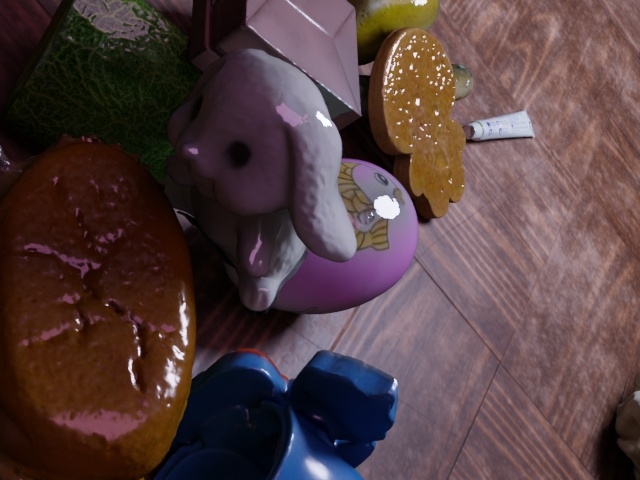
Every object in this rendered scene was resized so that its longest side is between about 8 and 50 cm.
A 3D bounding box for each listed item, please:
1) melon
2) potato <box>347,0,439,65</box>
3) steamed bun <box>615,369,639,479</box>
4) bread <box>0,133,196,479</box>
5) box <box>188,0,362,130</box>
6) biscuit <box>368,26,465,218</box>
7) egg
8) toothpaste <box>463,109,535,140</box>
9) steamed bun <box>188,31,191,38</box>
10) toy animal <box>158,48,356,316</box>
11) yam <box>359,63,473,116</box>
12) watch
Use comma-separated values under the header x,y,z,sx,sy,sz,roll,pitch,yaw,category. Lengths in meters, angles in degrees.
x,y,z,sx,sy,sz,roll,pitch,yaw,category
-0.198,-0.156,1.483,0.323,0.196,0.124,30,5,-36,melon
0.081,-0.339,1.895,0.157,0.157,0.194,48,66,-16,potato
0.587,0.320,2.012,0.275,0.206,0.320,41,43,-2,steamed bun
-0.245,0.074,1.275,0.236,0.183,0.388,14,59,-40,bread
-0.049,-0.248,1.514,0.215,0.086,0.215,36,38,-36,box
0.145,-0.171,1.870,0.202,0.044,0.288,-48,130,-39,biscuit
0.000,0.000,1.574,0.271,0.196,0.196,-31,93,-37,egg
0.302,-0.188,2.125,0.218,0.033,0.052,-13,83,-52,toothpaste
-0.090,-0.228,1.649,0.177,0.131,0.228,27,42,-40,steamed bun
-0.059,-0.068,1.355,0.174,0.289,0.249,-37,92,-19,toy animal
0.128,-0.229,1.932,0.071,0.067,0.317,32,28,30,yam
-0.043,0.264,1.291,0.241,0.305,0.274,45,35,-19,watch
